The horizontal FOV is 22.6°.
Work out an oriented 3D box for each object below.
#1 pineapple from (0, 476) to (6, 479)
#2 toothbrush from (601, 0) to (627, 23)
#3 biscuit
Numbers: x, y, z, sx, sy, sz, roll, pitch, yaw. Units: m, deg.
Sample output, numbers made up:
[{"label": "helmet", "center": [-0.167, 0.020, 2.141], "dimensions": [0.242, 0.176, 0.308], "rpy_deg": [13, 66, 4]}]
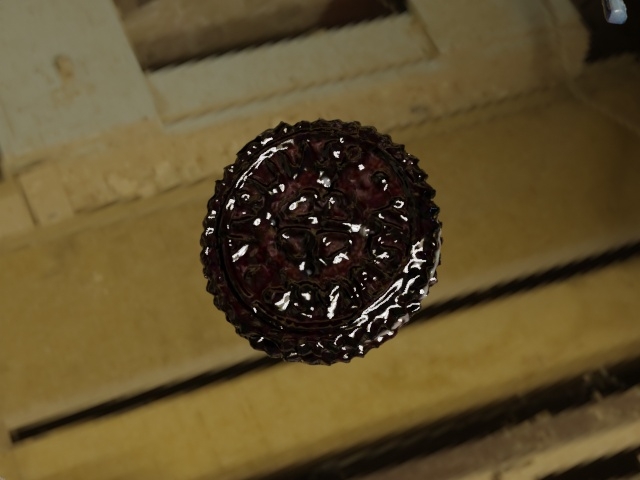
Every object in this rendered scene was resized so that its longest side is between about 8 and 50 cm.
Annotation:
[{"label": "pineapple", "center": [-0.326, 0.264, 1.405], "dimensions": [0.344, 0.286, 0.209], "rpy_deg": [-8, 109, 20]}, {"label": "toothbrush", "center": [0.201, -0.246, 1.172], "dimensions": [0.019, 0.219, 0.016], "rpy_deg": [-9, 147, 9]}, {"label": "biscuit", "center": [0.000, 0.000, 1.218], "dimensions": [0.194, 0.194, 0.053], "rpy_deg": [-30, 162, 3]}]
